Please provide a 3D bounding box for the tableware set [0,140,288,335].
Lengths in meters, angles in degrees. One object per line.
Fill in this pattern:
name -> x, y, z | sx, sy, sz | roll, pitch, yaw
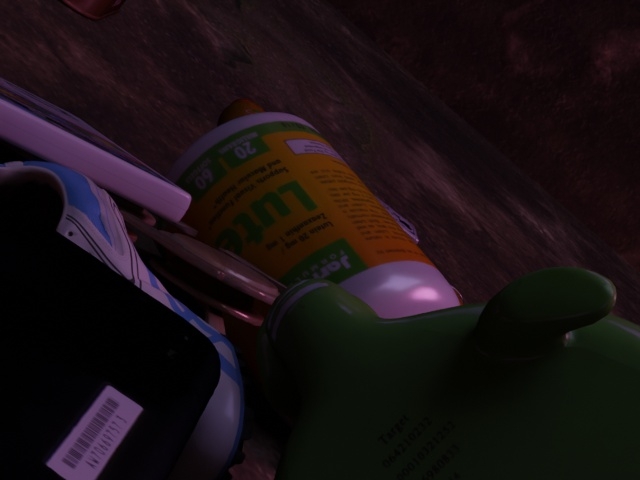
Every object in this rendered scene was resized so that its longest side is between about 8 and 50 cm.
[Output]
tableware set -> -0.103, 0.005, 1.072 | 0.194, 0.039, 0.128 | 30, 3, 30

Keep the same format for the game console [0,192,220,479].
game console -> -0.211, 0.014, 0.674 | 0.342, 0.060, 0.386 | 35, 13, -2

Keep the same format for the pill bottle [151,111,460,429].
pill bottle -> 0.004, 0.040, 1.164 | 0.136, 0.136, 0.245 | 27, 19, -52

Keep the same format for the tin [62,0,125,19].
tin -> -0.231, -0.258, 1.714 | 0.106, 0.040, 0.189 | 37, 12, -4

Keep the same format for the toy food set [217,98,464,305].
toy food set -> 0.000, 0.000, 1.350 | 0.232, 0.111, 0.104 | 37, 13, -13

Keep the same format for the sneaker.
sneaker -> -0.113, 0.042, 0.927 | 0.086, 0.085, 0.237 | 14, 25, -44

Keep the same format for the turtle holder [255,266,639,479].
turtle holder -> 0.081, 0.156, 0.870 | 0.320, 0.243, 0.227 | 15, -18, 19

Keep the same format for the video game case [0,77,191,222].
video game case -> -0.195, -0.082, 1.087 | 0.201, 0.023, 0.183 | 27, 3, -35
